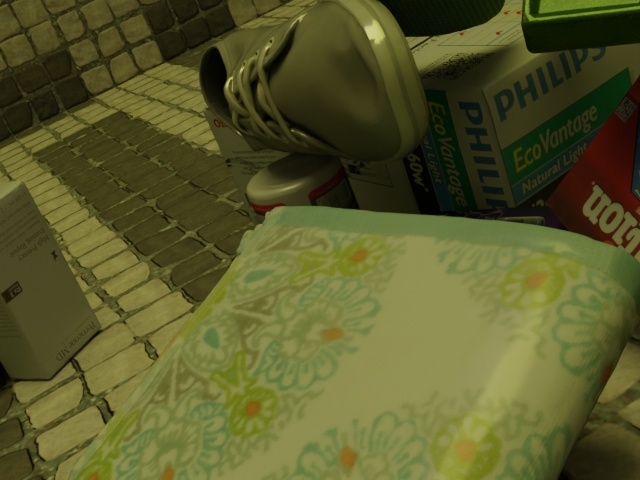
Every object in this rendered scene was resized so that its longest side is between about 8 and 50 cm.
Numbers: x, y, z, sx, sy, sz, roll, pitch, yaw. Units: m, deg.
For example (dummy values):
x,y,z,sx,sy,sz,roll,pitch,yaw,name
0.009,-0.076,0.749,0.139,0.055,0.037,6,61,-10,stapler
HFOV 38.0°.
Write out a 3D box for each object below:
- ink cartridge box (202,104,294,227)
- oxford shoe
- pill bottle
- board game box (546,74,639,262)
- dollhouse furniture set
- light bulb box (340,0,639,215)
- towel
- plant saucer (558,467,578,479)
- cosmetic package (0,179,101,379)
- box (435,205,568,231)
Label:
x,y,z,sx,sy,sz,roll,pitch,yaw,name
-0.050,-0.110,1.264,0.153,0.208,0.087,5,36,46,ink cartridge box
-0.023,-0.149,0.929,0.130,0.169,0.449,-22,17,-16,oxford shoe
0.000,0.000,1.022,0.108,0.180,0.108,-19,23,8,pill bottle
0.290,0.005,0.704,0.027,0.145,0.281,9,35,-33,board game box
0.140,-0.200,0.821,0.301,0.197,0.151,-2,73,21,dollhouse furniture set
0.222,-0.165,1.119,0.358,0.225,0.361,-33,27,-23,light bulb box
0.011,0.118,0.685,0.374,0.090,0.320,6,53,46,towel
0.045,0.248,0.623,0.310,0.050,0.310,-20,24,9,plant saucer
-0.387,0.054,1.189,0.085,0.231,0.117,-6,29,34,cosmetic package
0.139,0.075,0.843,0.184,0.103,0.261,-5,29,40,box
